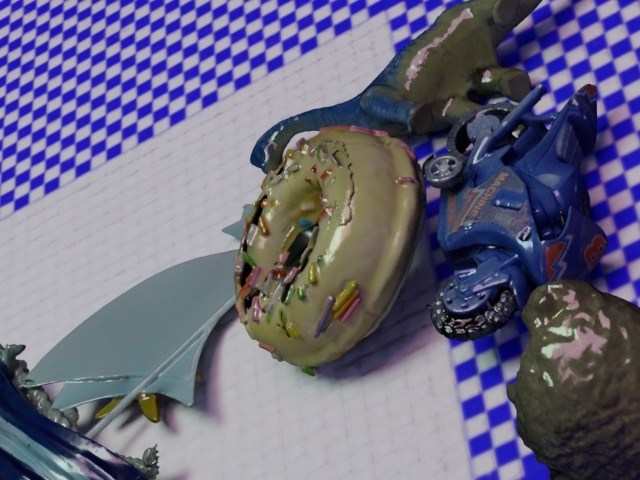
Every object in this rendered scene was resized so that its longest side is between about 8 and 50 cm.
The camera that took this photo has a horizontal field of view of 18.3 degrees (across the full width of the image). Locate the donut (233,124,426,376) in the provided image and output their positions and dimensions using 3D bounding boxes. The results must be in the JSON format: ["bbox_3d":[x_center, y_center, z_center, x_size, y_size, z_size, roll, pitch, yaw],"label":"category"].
[{"bbox_3d":[0.000,0.000,1.307,0.174,0.068,0.175,-39,38,39],"label":"donut"}]

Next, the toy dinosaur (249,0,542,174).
[{"bbox_3d":[0.068,-0.135,1.425,0.188,0.075,0.248,20,73,52],"label":"toy dinosaur"}]

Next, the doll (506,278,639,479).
[{"bbox_3d":[0.238,0.070,1.011,0.286,0.203,0.091,-30,0,27],"label":"doll"}]

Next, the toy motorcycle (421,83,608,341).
[{"bbox_3d":[0.127,-0.019,1.256,0.114,0.076,0.205,-10,43,19],"label":"toy motorcycle"}]

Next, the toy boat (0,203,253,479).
[{"bbox_3d":[-0.127,0.071,1.392,0.291,0.067,0.220,-48,37,-14],"label":"toy boat"}]
